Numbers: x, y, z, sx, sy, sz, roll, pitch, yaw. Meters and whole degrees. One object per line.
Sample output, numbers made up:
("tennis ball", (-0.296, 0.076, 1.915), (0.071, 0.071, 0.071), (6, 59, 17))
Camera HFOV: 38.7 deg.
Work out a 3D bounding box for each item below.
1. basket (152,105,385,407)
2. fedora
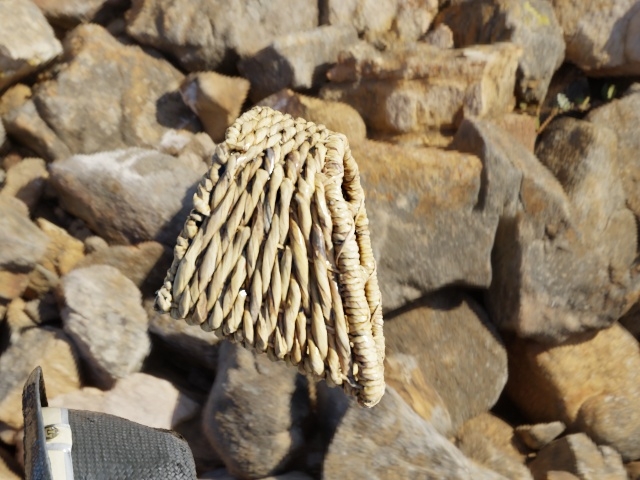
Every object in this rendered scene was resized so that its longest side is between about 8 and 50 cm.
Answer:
("basket", (0.000, 0.000, 0.911), (0.223, 0.299, 0.214), (23, 96, 4))
("fedora", (-0.199, 0.269, 0.878), (0.152, 0.334, 0.334), (-4, 74, -17))
